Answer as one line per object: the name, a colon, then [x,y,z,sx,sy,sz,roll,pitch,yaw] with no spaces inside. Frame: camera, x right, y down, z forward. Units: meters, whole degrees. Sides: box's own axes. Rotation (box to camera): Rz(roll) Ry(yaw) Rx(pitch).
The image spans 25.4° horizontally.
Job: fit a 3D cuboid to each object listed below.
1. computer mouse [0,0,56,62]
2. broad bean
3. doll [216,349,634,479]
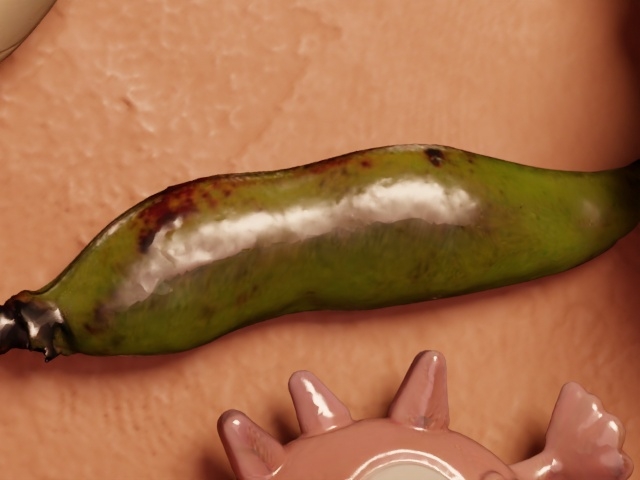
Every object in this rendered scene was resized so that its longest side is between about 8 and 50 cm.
computer mouse: [-0.150,-0.181,0.609,0.145,0.082,0.236,29,86,-10]
broad bean: [0.000,0.000,0.649,0.339,0.061,0.077,-11,99,-10]
doll: [0.029,0.157,0.638,0.262,0.093,0.211,-27,89,-7]
